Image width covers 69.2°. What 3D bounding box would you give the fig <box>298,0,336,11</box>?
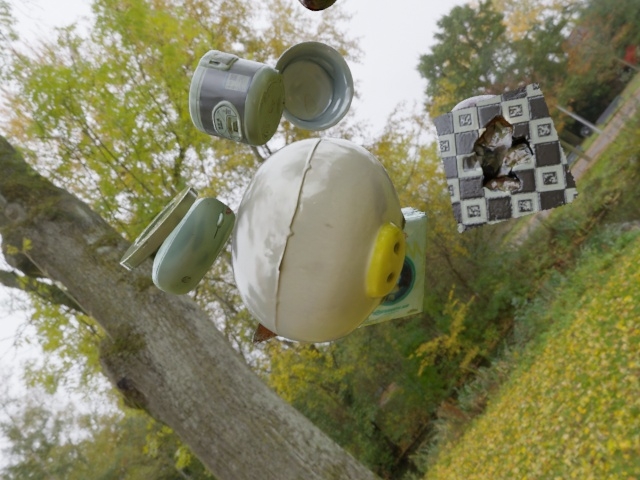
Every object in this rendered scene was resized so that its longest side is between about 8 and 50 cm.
[{"bbox_3d":[0.000,-0.857,1.451,0.249,0.186,0.204,139,135,-78],"label":"fig"}]

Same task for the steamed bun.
[{"bbox_3d":[-0.006,-0.002,0.858,0.334,0.333,0.374,0,-75,-71],"label":"steamed bun"}]

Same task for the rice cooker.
[{"bbox_3d":[-0.282,-0.471,1.551,0.288,0.276,0.289,17,-90,-79],"label":"rice cooker"}]

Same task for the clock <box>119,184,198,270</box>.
[{"bbox_3d":[-0.360,-0.030,1.042,0.235,0.029,0.235,-39,22,19],"label":"clock"}]

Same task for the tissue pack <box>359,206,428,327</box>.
[{"bbox_3d":[0.238,0.092,1.688,0.287,0.162,0.388,-9,-70,-22],"label":"tissue pack"}]

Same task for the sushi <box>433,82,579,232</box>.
[{"bbox_3d":[0.304,-0.135,0.786,0.192,0.210,0.040,-15,-9,20],"label":"sushi"}]

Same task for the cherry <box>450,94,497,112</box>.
[{"bbox_3d":[0.536,-0.387,1.591,0.266,0.213,0.183,-32,-21,33],"label":"cherry"}]

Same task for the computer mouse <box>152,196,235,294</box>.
[{"bbox_3d":[-0.338,0.023,1.267,0.288,0.097,0.159,-53,-42,-2],"label":"computer mouse"}]

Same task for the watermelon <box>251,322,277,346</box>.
[{"bbox_3d":[-0.125,0.197,1.243,0.158,0.121,0.098,-12,-54,-23],"label":"watermelon"}]

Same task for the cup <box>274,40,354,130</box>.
[{"bbox_3d":[-0.050,-0.625,1.926,0.347,0.347,0.163,-50,20,-5],"label":"cup"}]
